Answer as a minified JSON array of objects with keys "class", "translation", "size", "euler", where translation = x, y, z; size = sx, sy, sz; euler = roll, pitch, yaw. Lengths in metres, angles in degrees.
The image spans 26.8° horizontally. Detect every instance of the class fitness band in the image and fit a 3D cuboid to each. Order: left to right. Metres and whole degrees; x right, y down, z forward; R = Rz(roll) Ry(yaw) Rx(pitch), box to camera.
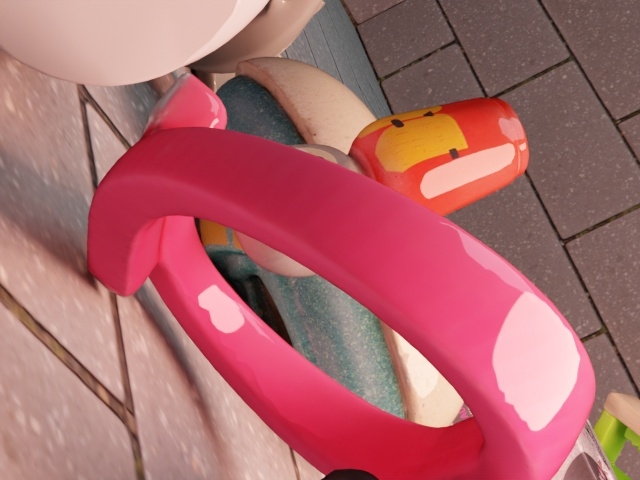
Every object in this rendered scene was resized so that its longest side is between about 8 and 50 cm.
[{"class":"fitness band","translation":[-0.002,0.038,0.559],"size":[0.209,0.054,0.291],"euler":[39,-19,1]}]

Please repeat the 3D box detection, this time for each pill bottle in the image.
[{"class":"pill bottle","translation":[-0.104,-0.196,0.665],"size":[0.181,0.181,0.323],"euler":[59,10,-28]}]

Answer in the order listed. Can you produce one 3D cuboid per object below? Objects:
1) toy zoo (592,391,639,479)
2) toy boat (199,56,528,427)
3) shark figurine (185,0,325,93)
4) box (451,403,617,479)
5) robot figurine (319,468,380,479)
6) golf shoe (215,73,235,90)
[{"class":"toy zoo","translation":[0.222,0.287,1.003],"size":[0.030,0.293,0.192],"euler":[13,18,-36]},{"class":"toy boat","translation":[0.000,0.000,0.770],"size":[0.318,0.148,0.267],"euler":[129,-61,-71]},{"class":"shark figurine","translation":[-0.074,-0.160,0.923],"size":[0.116,0.278,0.166],"euler":[6,84,-36]},{"class":"box","translation":[0.137,0.211,0.948],"size":[0.142,0.163,0.247],"euler":[51,15,-52]},{"class":"robot figurine","translation":[0.065,0.209,0.521],"size":[0.209,0.173,0.278],"euler":[15,-25,34]},{"class":"golf shoe","translation":[-0.092,-0.159,1.093],"size":[0.086,0.069,0.176],"euler":[29,27,-40]}]
